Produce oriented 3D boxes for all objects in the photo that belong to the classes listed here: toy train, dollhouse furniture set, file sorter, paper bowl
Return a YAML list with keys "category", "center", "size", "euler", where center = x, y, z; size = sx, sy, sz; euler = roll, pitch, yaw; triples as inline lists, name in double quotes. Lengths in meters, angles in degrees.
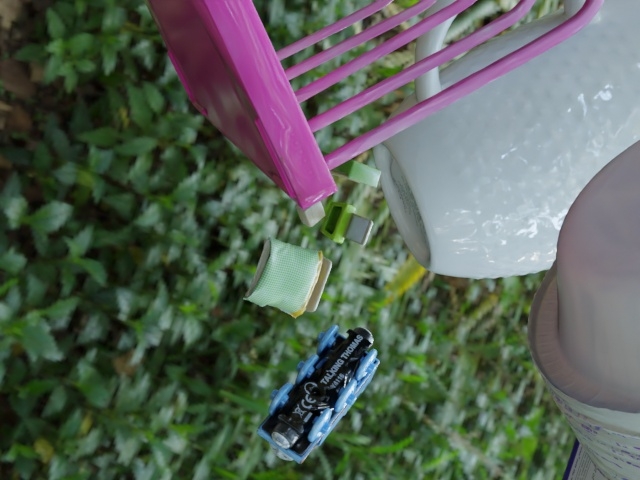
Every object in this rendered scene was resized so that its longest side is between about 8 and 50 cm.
- category: "toy train"
  center: [0.001, 0.179, 1.325]
  size: [0.184, 0.080, 0.105]
  euler: [-49, 164, -34]
- category: "dollhouse furniture set"
  center: [0.000, 0.000, 1.008]
  size: [0.076, 0.059, 0.151]
  euler: [18, 94, -44]
- category: "file sorter"
  center: [-0.008, -0.176, 0.613]
  size: [0.182, 0.290, 0.202]
  euler: [-28, 110, -6]
- category: "paper bowl"
  center: [0.257, 0.017, 0.686]
  size: [0.284, 0.284, 0.148]
  euler: [-49, 116, -34]

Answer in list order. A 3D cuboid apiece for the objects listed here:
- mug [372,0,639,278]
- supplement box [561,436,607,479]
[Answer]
- category: "mug"
  center: [0.228, -0.141, 1.286]
  size: [0.328, 0.276, 0.374]
  euler: [-22, 123, -7]
- category: "supplement box"
  center: [0.276, 0.232, 0.872]
  size: [0.111, 0.220, 0.113]
  euler: [5, 114, -13]
